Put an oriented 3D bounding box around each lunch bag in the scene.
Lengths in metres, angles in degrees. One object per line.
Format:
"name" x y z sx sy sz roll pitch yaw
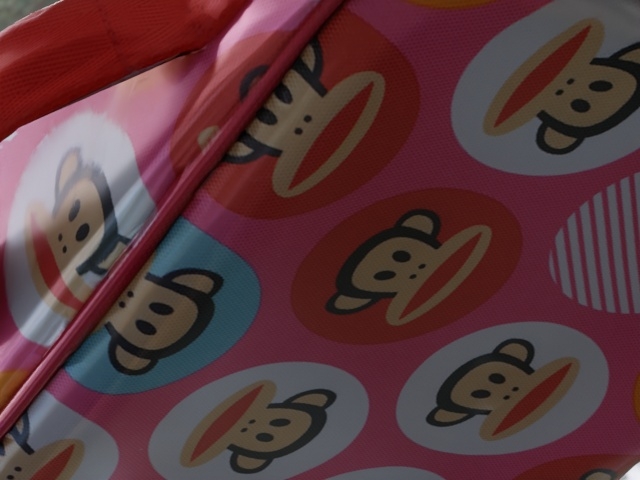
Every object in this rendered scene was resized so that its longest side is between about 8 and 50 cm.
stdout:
"lunch bag" 0.000 0.000 0.569 0.258 0.293 0.120 15 -139 -38
